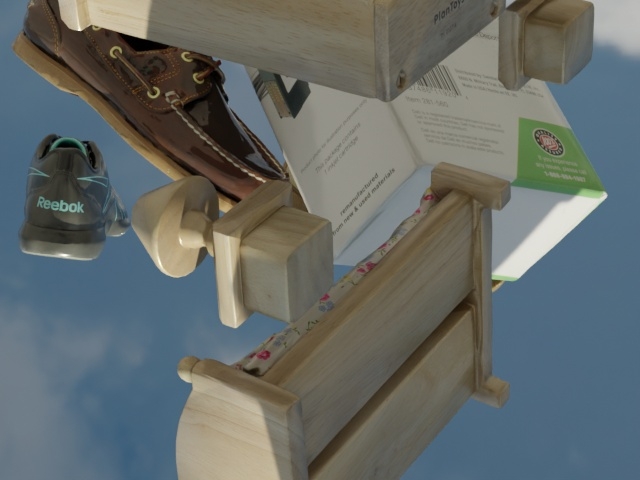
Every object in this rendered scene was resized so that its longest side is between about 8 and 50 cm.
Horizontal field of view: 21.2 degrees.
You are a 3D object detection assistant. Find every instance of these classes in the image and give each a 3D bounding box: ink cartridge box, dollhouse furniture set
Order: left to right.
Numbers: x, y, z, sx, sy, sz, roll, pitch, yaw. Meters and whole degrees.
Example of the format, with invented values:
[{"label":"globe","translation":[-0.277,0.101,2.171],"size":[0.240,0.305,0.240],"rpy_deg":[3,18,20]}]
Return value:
[{"label":"dollhouse furniture set","translation":[0.000,0.000,0.856],"size":[0.173,0.356,0.303],"rpy_deg":[18,-141,29]},{"label":"ink cartridge box","translation":[0.048,-0.093,1.018],"size":[0.160,0.092,0.219],"rpy_deg":[7,-132,-41]}]

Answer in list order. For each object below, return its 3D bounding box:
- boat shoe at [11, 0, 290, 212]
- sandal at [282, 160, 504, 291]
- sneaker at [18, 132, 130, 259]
[{"label":"boat shoe","translation":[-0.095,-0.091,1.004],"size":[0.207,0.073,0.073],"rpy_deg":[38,-77,17]},{"label":"sandal","translation":[0.050,-0.010,1.158],"size":[0.180,0.049,0.072],"rpy_deg":[25,-92,21]},{"label":"sneaker","translation":[-0.233,-0.051,1.664],"size":[0.101,0.106,0.267],"rpy_deg":[4,-171,-5]}]
